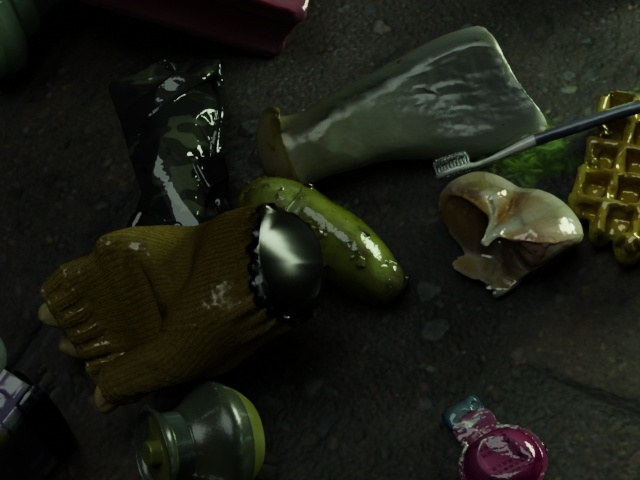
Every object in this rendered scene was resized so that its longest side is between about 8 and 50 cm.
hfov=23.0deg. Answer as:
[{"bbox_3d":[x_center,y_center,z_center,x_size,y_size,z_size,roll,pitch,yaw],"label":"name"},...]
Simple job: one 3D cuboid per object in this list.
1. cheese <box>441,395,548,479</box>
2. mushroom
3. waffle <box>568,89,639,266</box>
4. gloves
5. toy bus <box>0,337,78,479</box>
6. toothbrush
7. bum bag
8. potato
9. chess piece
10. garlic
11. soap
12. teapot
[{"bbox_3d":[0.179,0.219,1.640,0.095,0.038,0.145,-30,50,-8],"label":"cheese"},{"bbox_3d":[0.085,-0.140,1.846,0.328,0.122,0.159,-20,47,2],"label":"mushroom"},{"bbox_3d":[0.365,-0.064,1.766,0.160,0.055,0.211,13,63,20],"label":"waffle"},{"bbox_3d":[-0.152,0.075,1.712,0.356,0.155,0.203,-16,65,28],"label":"gloves"},{"bbox_3d":[-0.511,0.153,1.706,0.440,0.209,0.249,32,72,15],"label":"toy bus"},{"bbox_3d":[0.265,-0.122,1.786,0.288,0.026,0.024,-17,13,9],"label":"toothbrush"},{"bbox_3d":[-0.171,-0.074,1.882,0.144,0.095,0.340,-9,65,-1],"label":"bum bag"},{"bbox_3d":[0.000,0.000,1.781,0.225,0.117,0.090,30,77,20],"label":"potato"},{"bbox_3d":[-0.358,-0.359,2.070,0.299,0.195,0.194,-33,56,-18],"label":"chess piece"},{"bbox_3d":[0.203,-0.019,1.754,0.174,0.099,0.124,34,65,32],"label":"garlic"},{"bbox_3d":[-0.185,-0.396,1.978,0.359,0.128,0.233,16,62,-11],"label":"soap"},{"bbox_3d":[-0.126,0.233,1.656,0.119,0.130,0.166,-7,83,-27],"label":"teapot"}]
